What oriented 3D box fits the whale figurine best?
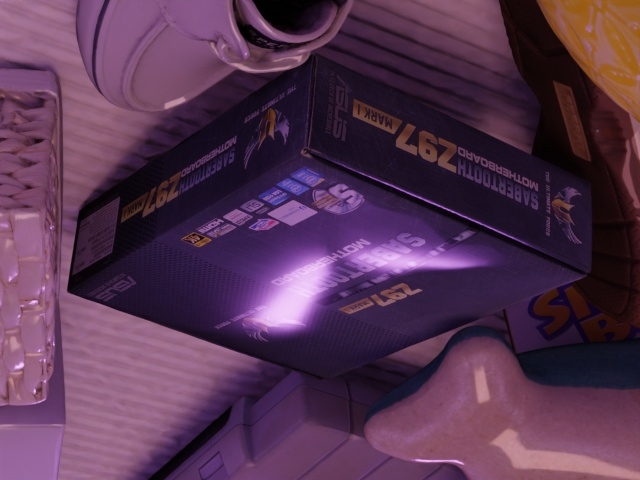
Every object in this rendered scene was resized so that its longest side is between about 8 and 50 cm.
[{"bbox_3d":[0.152,0.112,0.945,0.272,0.141,0.216,25,127,-28],"label":"whale figurine"}]

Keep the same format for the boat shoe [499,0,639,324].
[{"bbox_3d":[0.169,-0.064,0.837,0.095,0.095,0.257,-36,138,-19],"label":"boat shoe"}]

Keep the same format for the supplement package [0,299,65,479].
[{"bbox_3d":[-0.214,0.125,0.949,0.105,0.105,0.179,2,137,-14],"label":"supplement package"}]

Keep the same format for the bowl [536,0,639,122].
[{"bbox_3d":[0.151,-0.193,0.627,0.156,0.289,0.289,30,139,19],"label":"bowl"}]

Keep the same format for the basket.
[{"bbox_3d":[-0.191,0.004,0.824,0.113,0.103,0.167,-1,137,-10],"label":"basket"}]

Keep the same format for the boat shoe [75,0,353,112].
[{"bbox_3d":[-0.025,-0.121,0.708,0.096,0.088,0.267,6,148,-40],"label":"boat shoe"}]

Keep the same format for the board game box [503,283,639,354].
[{"bbox_3d":[0.182,0.049,1.009,0.124,0.039,0.259,-16,135,4],"label":"board game box"}]

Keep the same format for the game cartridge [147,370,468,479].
[{"bbox_3d":[-0.028,0.215,1.108,0.230,0.068,0.355,24,132,-28],"label":"game cartridge"}]

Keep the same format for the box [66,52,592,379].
[{"bbox_3d":[0.000,0.000,0.841,0.183,0.059,0.233,21,150,-32],"label":"box"}]
